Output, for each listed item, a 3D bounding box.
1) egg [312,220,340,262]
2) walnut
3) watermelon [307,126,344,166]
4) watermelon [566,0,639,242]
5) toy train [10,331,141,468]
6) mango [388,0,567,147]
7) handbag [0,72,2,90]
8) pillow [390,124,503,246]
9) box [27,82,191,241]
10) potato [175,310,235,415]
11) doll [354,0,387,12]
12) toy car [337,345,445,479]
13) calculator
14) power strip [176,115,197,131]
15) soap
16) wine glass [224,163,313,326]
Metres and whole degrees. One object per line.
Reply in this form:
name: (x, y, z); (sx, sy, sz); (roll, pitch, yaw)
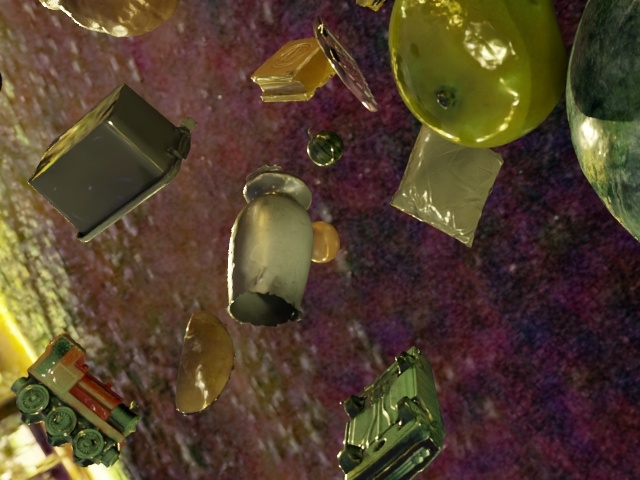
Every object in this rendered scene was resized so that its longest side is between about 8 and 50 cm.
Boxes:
egg: (0.000, 0.000, 1.493); (0.080, 0.080, 0.096); (38, 159, 34)
walnut: (-0.385, -0.510, 1.313); (0.296, 0.285, 0.285); (49, 155, -17)
watermelon: (0.010, -0.250, 1.968); (0.109, 0.109, 0.109); (39, 146, 34)
watermelon: (0.391, -0.132, 0.678); (0.387, 0.258, 0.228); (-105, 15, -46)
toy train: (-0.323, 0.220, 0.978); (0.176, 0.118, 0.074); (35, 151, 6)
mango: (0.162, -0.223, 0.772); (0.149, 0.185, 0.273); (113, 159, -66)
handbag: (-0.792, -0.301, 1.383); (0.075, 0.332, 0.192); (126, 152, -57)
pillow: (0.346, -0.163, 1.987); (0.274, 0.281, 0.076); (27, 169, -21)
box: (-0.338, -0.128, 1.163); (0.243, 0.163, 0.135); (-30, 121, 24)
potato: (-0.269, 0.276, 1.727); (0.120, 0.261, 0.100); (5, 153, 7)
doll: (0.163, -0.630, 1.575); (0.086, 0.117, 0.291); (48, 123, 30)
toy car: (0.104, 0.242, 0.984); (0.097, 0.141, 0.321); (47, -170, -3)
calculator: (0.064, -0.439, 1.860); (0.194, 0.043, 0.294); (38, -156, -48)
power strip: (-0.295, -0.160, 1.367); (0.029, 0.227, 0.080); (39, 138, -13)
soap: (-0.065, -0.514, 2.185); (0.096, 0.204, 0.324); (50, 166, -26)
wine glass: (-0.065, 0.009, 0.968); (0.111, 0.111, 0.204); (105, 170, -53)
